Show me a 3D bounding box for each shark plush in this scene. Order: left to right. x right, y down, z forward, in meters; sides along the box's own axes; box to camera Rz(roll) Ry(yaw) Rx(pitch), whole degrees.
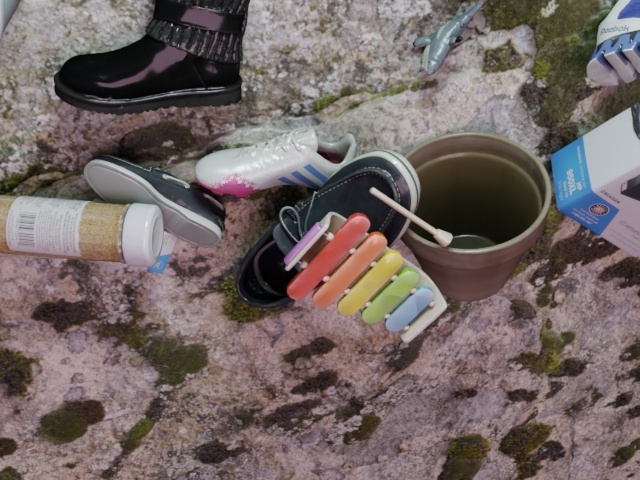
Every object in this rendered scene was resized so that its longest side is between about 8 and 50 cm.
[{"bbox_3d":[0.259,-0.390,1.363,0.161,0.067,0.073,-37,123,11],"label":"shark plush"}]

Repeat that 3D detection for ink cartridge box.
[{"bbox_3d":[-0.398,-0.008,1.460,0.180,0.060,0.104,17,117,-22],"label":"ink cartridge box"},{"bbox_3d":[0.738,-0.155,1.471,0.285,0.166,0.395,25,142,-26],"label":"ink cartridge box"}]

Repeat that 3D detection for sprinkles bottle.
[{"bbox_3d":[-0.487,-0.022,1.344,0.355,0.121,0.121,5,122,2],"label":"sprinkles bottle"}]

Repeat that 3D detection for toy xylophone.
[{"bbox_3d":[0.098,0.043,1.269,0.322,0.081,0.236,25,116,-22],"label":"toy xylophone"}]

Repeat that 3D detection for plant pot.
[{"bbox_3d":[0.312,-0.023,1.499,0.323,0.323,0.280,-17,142,-2],"label":"plant pot"}]

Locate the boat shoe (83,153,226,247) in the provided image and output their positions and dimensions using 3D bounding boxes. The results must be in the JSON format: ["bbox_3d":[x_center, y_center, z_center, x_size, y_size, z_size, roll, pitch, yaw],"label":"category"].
[{"bbox_3d":[-0.325,-0.091,1.409,0.302,0.091,0.114,35,135,-29],"label":"boat shoe"}]

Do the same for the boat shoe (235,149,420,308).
[{"bbox_3d":[0.000,0.000,1.390,0.500,0.156,0.187,-36,90,40],"label":"boat shoe"}]

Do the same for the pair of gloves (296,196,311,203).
[{"bbox_3d":[0.049,-0.022,1.568,0.240,0.042,0.204,-8,120,-10],"label":"pair of gloves"}]

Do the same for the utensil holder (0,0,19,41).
[{"bbox_3d":[-0.586,-0.390,0.974,0.327,0.385,0.328,-6,123,-10],"label":"utensil holder"}]

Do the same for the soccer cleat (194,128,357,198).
[{"bbox_3d":[-0.082,-0.168,1.394,0.331,0.116,0.143,-2,138,-21],"label":"soccer cleat"}]

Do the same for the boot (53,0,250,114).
[{"bbox_3d":[-0.287,-0.366,1.208,0.348,0.131,0.260,-9,131,-20],"label":"boot"}]

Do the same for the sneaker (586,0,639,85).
[{"bbox_3d":[0.664,-0.434,1.342,0.315,0.182,0.127,-11,152,39],"label":"sneaker"}]
